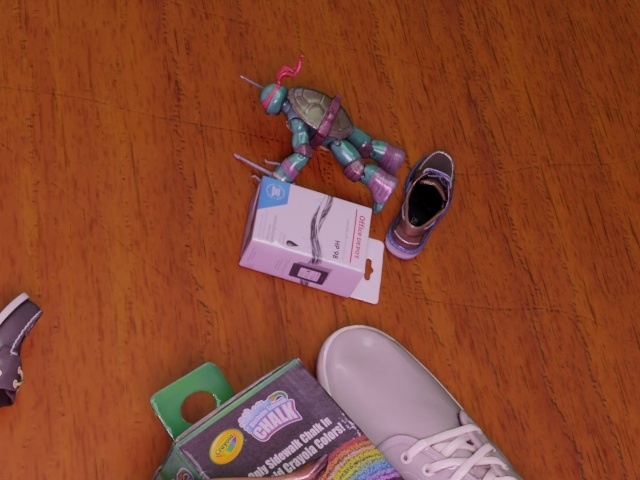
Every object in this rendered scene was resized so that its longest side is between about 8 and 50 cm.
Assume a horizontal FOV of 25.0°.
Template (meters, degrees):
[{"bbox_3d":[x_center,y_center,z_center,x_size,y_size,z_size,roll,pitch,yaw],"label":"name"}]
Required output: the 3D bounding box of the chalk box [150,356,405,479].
[{"bbox_3d":[-0.058,0.257,1.471,0.180,0.179,0.289,-31,71,-35],"label":"chalk box"}]

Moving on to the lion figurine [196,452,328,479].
[{"bbox_3d":[-0.139,0.362,1.300,0.240,0.142,0.392,7,68,25],"label":"lion figurine"}]

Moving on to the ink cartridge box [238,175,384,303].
[{"bbox_3d":[0.000,0.000,1.754,0.180,0.060,0.104,16,51,-11],"label":"ink cartridge box"}]

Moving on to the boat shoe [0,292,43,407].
[{"bbox_3d":[-0.348,0.154,1.490,0.068,0.081,0.228,32,57,-1],"label":"boat shoe"}]

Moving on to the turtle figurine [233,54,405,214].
[{"bbox_3d":[-0.008,-0.132,1.818,0.234,0.118,0.175,30,50,-7],"label":"turtle figurine"}]

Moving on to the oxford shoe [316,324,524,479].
[{"bbox_3d":[0.153,0.265,1.584,0.169,0.130,0.449,-20,64,-31],"label":"oxford shoe"}]

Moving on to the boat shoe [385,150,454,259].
[{"bbox_3d":[0.141,-0.056,1.848,0.066,0.066,0.183,26,50,-4],"label":"boat shoe"}]
